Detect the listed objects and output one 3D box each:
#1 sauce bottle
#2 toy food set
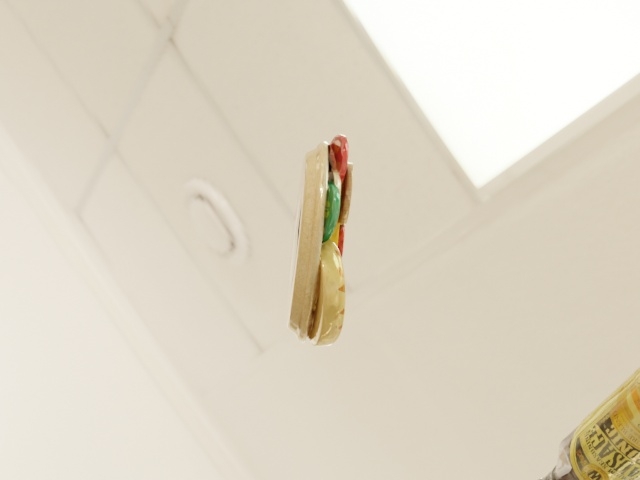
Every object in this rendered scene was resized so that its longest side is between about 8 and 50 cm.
[{"bbox_3d":[0.143,0.100,0.648,0.042,0.042,0.128,48,-44,17],"label":"sauce bottle"},{"bbox_3d":[0.000,0.000,0.531,0.083,0.020,0.083,152,-56,-86],"label":"toy food set"}]
